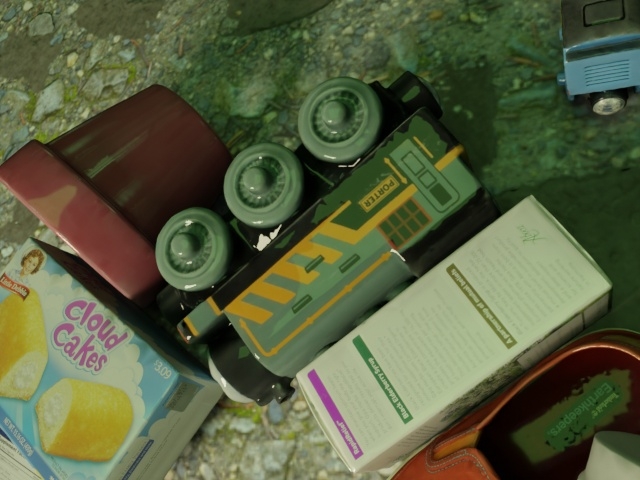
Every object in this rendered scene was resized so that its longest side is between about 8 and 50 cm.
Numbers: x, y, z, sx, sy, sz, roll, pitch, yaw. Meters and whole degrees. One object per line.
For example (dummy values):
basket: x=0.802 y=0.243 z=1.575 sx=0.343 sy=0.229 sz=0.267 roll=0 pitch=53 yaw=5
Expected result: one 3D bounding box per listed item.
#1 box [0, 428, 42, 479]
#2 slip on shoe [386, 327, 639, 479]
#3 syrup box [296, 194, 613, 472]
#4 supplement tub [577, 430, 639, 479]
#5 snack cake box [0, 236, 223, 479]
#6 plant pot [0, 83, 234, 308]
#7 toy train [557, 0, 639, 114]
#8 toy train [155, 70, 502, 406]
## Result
box: x=-0.302 y=0.229 z=0.659 sx=0.136 sy=0.036 sz=0.225 roll=17 pitch=79 yaw=29
slip on shoe: x=0.124 y=0.186 z=0.437 sx=0.331 sy=0.101 sz=0.123 roll=-44 pitch=61 yaw=7
syrup box: x=0.107 y=0.082 z=0.484 sx=0.237 sy=0.093 sz=0.096 roll=-38 pitch=61 yaw=9
supplement tub: x=0.193 y=0.276 z=0.277 sx=0.228 sy=0.228 sz=0.316 roll=13 pitch=86 yaw=28
snack cake box: x=-0.241 y=0.127 z=0.600 sx=0.264 sy=0.089 sz=0.152 roll=31 pitch=84 yaw=30
plant pot: x=-0.198 y=-0.059 z=0.635 sx=0.201 sy=0.201 sz=0.180 roll=33 pitch=72 yaw=31
toy train: x=0.244 y=-0.203 z=0.515 sx=0.080 sy=0.105 sz=0.184 roll=-2 pitch=71 yaw=24
toy train: x=0.000 y=0.000 z=0.547 sx=0.334 sy=0.142 sz=0.190 roll=-41 pitch=69 yaw=8
